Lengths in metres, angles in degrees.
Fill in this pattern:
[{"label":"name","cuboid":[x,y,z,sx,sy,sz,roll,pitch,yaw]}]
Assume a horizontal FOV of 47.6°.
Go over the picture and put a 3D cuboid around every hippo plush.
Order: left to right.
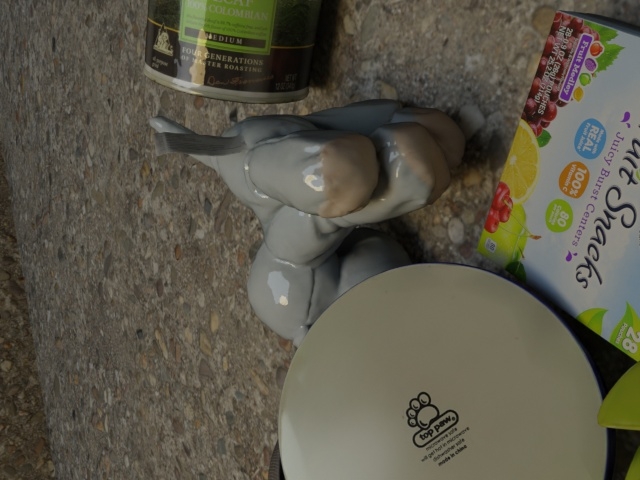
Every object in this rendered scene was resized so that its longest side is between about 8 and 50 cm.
[{"label":"hippo plush","cuboid":[0.000,0.000,0.706,0.234,0.294,0.236,-127,32,-67]}]

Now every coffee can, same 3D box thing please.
[{"label":"coffee can","cuboid":[-0.090,-0.315,0.818,0.201,0.201,0.275,37,126,46]}]

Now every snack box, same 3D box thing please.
[{"label":"snack box","cuboid":[0.225,-0.044,0.536,0.174,0.070,0.207,42,129,43]}]

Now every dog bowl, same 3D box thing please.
[{"label":"dog bowl","cuboid":[0.102,0.154,0.599,0.265,0.104,0.265,-6,73,21]}]

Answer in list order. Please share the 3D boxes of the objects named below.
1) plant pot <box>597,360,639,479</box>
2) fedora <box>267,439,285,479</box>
[{"label":"plant pot","cuboid":[0.286,0.150,0.361,0.228,0.227,0.207,-15,78,55]},{"label":"fedora","cuboid":[0.063,0.297,0.743,0.124,0.244,0.275,-27,79,22]}]
